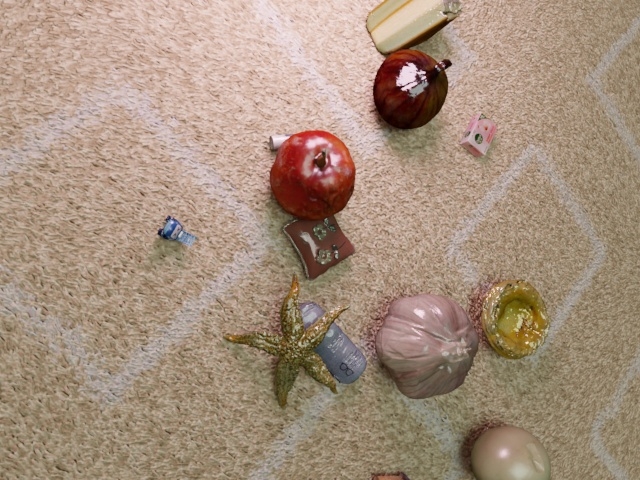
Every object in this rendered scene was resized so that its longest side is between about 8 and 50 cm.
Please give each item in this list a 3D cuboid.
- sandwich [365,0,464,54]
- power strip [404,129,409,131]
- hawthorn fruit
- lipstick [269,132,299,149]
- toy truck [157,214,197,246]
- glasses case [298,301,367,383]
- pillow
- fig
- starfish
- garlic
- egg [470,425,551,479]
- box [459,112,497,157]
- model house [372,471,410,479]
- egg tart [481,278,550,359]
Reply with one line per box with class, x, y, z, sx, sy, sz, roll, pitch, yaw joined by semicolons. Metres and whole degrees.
sandwich;0.289;-0.699;1.246;0.227;0.198;0.155;-32;100;-20
power strip;0.302;-0.383;1.331;0.083;0.027;0.017;-44;102;-17
hawthorn fruit;-0.010;-0.184;1.064;0.241;0.272;0.242;3;73;-10
lipstick;-0.075;-0.286;1.169;0.141;0.040;0.040;-11;92;-21
toy truck;-0.358;-0.018;1.026;0.090;0.073;0.056;31;77;-17
glasses case;0.023;0.296;1.170;0.109;0.067;0.282;-43;104;-11
pillow;0.000;0.000;1.168;0.171;0.075;0.179;-32;98;-21
fig;0.272;-0.459;1.234;0.234;0.214;0.235;0;100;0
starfish;-0.049;0.288;1.093;0.358;0.078;0.347;43;90;-11
garlic;0.319;0.294;1.191;0.317;0.259;0.318;-1;93;-21
egg;0.613;0.716;1.313;0.269;0.219;0.219;-6;90;-23
box;0.553;-0.367;1.423;0.089;0.043;0.125;31;77;-18
model house;0.249;0.813;1.199;0.172;0.166;0.183;9;96;-25
egg tart;0.649;0.265;1.399;0.288;0.118;0.288;0;90;-22
